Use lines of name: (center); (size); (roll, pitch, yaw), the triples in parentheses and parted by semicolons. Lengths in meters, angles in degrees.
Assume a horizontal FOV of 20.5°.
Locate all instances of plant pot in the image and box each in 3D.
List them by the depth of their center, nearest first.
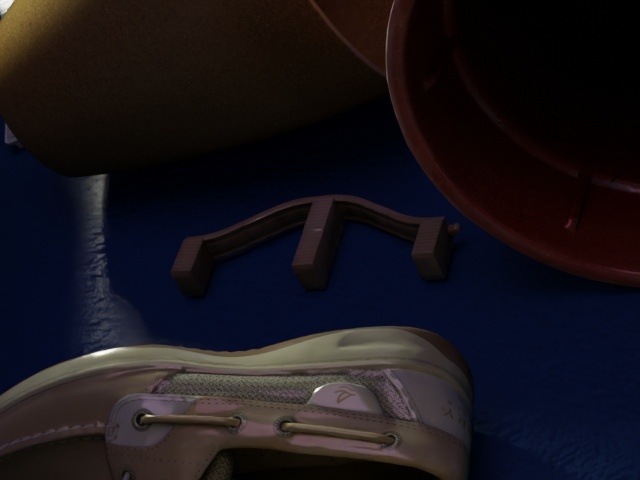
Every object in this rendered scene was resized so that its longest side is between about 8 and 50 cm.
plant pot: (0.199, -0.161, 1.005); (0.272, 0.272, 0.265); (-6, 38, 24)
plant pot: (-0.095, -0.152, 1.191); (0.254, 0.237, 0.237); (-27, 39, 22)

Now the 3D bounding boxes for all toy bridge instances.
toy bridge: (0.000, 0.000, 1.111); (0.188, 0.026, 0.063); (-5, 45, 25)

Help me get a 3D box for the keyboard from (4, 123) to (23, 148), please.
keyboard: (-0.122, -0.140, 1.333); (0.256, 0.014, 0.072); (-23, 41, 6)

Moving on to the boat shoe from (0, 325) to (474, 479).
boat shoe: (-0.066, 0.123, 0.961); (0.302, 0.109, 0.098); (-9, 41, 13)
